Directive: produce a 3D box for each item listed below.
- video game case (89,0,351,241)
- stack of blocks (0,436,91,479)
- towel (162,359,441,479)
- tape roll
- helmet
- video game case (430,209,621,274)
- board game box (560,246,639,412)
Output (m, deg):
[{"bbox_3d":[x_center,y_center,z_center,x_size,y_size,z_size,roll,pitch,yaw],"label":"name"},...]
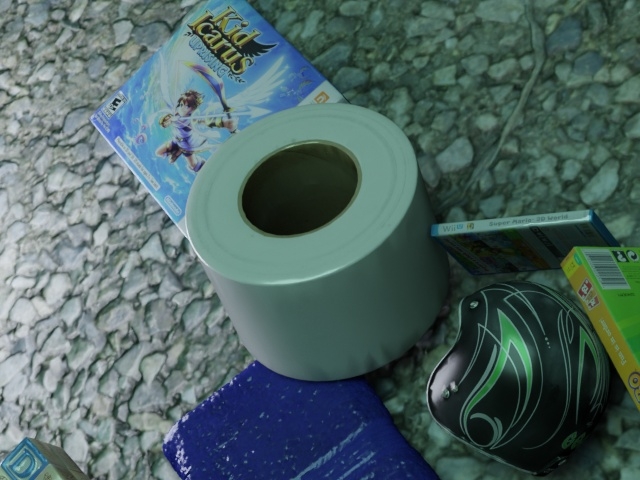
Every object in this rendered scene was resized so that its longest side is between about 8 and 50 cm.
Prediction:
[{"bbox_3d":[-0.120,-0.148,1.801,0.244,0.061,0.269,-44,54,1],"label":"video game case"},{"bbox_3d":[-0.257,0.370,1.564,0.171,0.087,0.297,-47,66,0],"label":"stack of blocks"},{"bbox_3d":[-0.009,0.255,1.537,0.228,0.076,0.308,-37,52,-1],"label":"towel"},{"bbox_3d":[0.000,0.000,1.559,0.246,0.169,0.246,-10,49,11],"label":"tape roll"},{"bbox_3d":[0.195,0.124,1.437,0.169,0.169,0.161,32,99,36],"label":"helmet"},{"bbox_3d":[0.210,0.003,1.512,0.166,0.119,0.015,-6,67,26],"label":"video game case"},{"bbox_3d":[0.330,0.113,1.397,0.039,0.124,0.259,-60,42,39],"label":"board game box"}]
